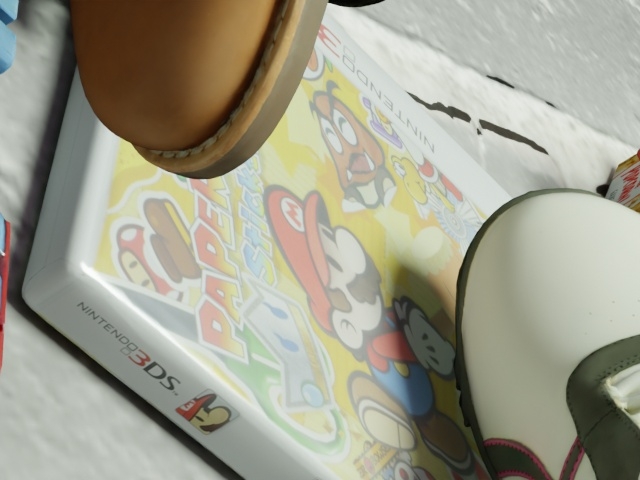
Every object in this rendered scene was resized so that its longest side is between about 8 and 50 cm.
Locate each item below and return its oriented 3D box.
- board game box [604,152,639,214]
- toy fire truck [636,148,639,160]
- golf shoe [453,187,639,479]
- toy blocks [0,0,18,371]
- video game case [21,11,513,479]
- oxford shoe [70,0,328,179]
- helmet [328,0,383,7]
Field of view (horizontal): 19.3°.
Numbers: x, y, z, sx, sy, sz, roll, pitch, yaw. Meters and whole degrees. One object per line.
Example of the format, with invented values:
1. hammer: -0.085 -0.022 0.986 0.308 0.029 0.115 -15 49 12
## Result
1. board game box: 0.177 0.045 0.852 0.146 0.045 0.193 53 27 -8
2. toy fire truck: 0.221 0.009 0.860 0.192 0.047 0.135 2 60 -58
3. golf shoe: 0.115 0.070 0.528 0.120 0.105 0.273 81 -12 -51
4. toy blocks: -0.131 -0.137 0.418 0.261 0.191 0.381 49 26 -43
5. video game case: 0.000 0.000 0.621 0.206 0.026 0.227 42 30 -28
6. oxford shoe: -0.042 -0.117 0.363 0.076 0.076 0.212 -2 88 -44
7. helmet: -0.003 -0.154 0.577 0.169 0.161 0.169 31 35 -25
